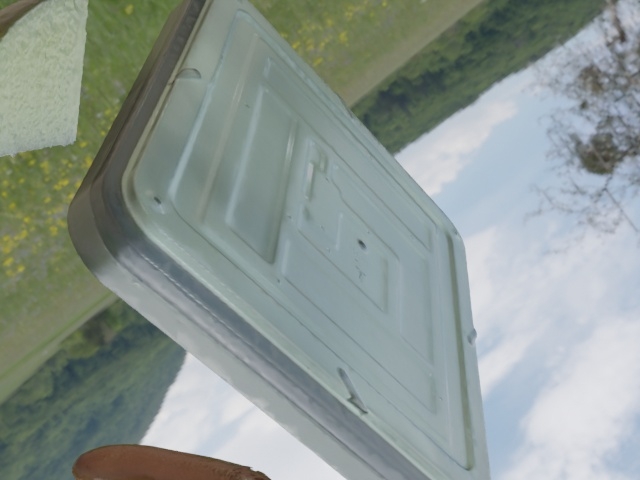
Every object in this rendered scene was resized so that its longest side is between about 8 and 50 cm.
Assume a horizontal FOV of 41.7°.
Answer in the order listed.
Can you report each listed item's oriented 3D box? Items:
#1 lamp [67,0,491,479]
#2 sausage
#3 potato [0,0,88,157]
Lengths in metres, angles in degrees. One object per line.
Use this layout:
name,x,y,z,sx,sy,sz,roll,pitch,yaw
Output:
lamp,0.000,0.000,0.479,0.047,0.269,0.266,-33,-152,26
sausage,-0.112,0.183,0.643,0.186,0.043,0.043,0,-151,31
potato,-0.239,-0.125,0.601,0.149,0.081,0.120,-38,140,-69
